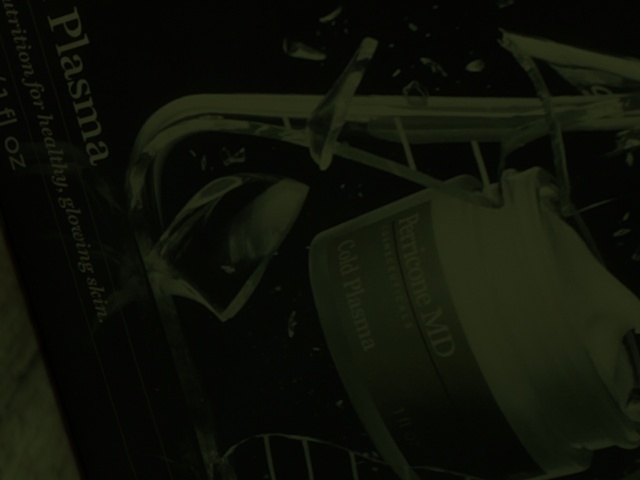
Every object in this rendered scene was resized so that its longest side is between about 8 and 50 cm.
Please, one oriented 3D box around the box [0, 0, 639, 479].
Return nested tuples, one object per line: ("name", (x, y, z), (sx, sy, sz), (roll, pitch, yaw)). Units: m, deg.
("box", (0.053, -0.062, 0.708), (0.297, 0.472, 0.479), (-38, 114, -68))
